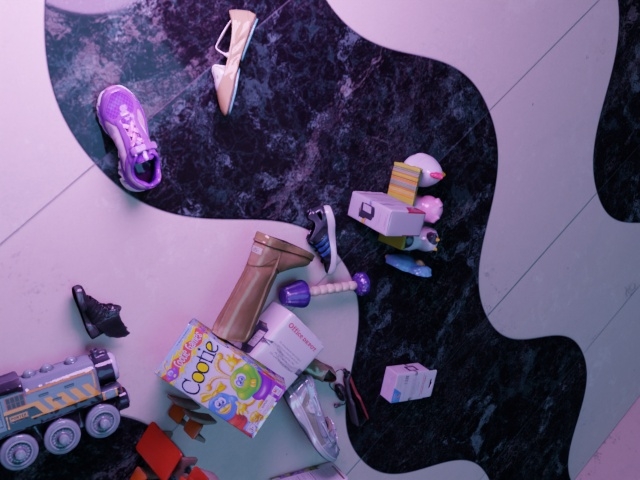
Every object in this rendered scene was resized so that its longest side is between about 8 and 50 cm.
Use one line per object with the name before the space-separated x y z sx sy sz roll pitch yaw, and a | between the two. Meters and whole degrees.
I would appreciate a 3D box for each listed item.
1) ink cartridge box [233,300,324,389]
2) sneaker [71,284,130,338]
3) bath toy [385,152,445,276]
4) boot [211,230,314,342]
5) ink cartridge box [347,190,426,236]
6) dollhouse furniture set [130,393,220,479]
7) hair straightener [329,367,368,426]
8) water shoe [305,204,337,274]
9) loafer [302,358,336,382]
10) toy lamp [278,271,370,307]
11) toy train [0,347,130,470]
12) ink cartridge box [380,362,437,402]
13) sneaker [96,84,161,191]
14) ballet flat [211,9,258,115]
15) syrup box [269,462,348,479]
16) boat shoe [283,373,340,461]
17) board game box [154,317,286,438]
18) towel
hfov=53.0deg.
ink cartridge box | -0.133 0.309 1.722 0.237 0.100 0.172 -48 128 -10
sneaker | -0.491 0.157 1.441 0.089 0.051 0.170 -24 125 -27
bath toy | 0.293 -0.075 1.864 0.151 0.129 0.348 -4 109 -34
boot | -0.144 0.125 1.625 0.236 0.089 0.270 22 91 -52
ink cartridge box | 0.178 -0.073 1.751 0.127 0.175 0.072 0 110 -35
dollhouse furniture set | -0.362 0.538 1.546 0.135 0.259 0.262 35 84 -49
hair straightener | 0.082 0.487 1.980 0.089 0.047 0.230 -31 123 -23
water shoe | 0.000 0.000 1.733 0.080 0.073 0.203 -6 114 -6
loafer | -0.004 0.380 1.874 0.148 0.050 0.056 21 94 -39
toy lamp | 0.012 0.138 1.774 0.274 0.080 0.080 -6 111 -33
toy train | -0.587 0.359 1.399 0.333 0.142 0.190 -16 106 -31
ink cartridge box | 0.291 0.466 2.113 0.180 0.060 0.104 3 105 -36
sneaker | -0.387 -0.205 1.339 0.095 0.104 0.236 -25 119 -25
ballet flat | -0.204 -0.398 1.430 0.073 0.080 0.232 16 96 -10
syrup box | -0.039 0.768 1.970 0.236 0.096 0.093 -2 111 -36
boat shoe | -0.009 0.526 1.883 0.103 0.118 0.320 -32 117 -9
board game box | -0.236 0.326 1.544 0.275 0.142 0.144 34 85 -4
towel | 0.225 -0.100 1.821 0.021 0.102 0.237 -2 109 -41
